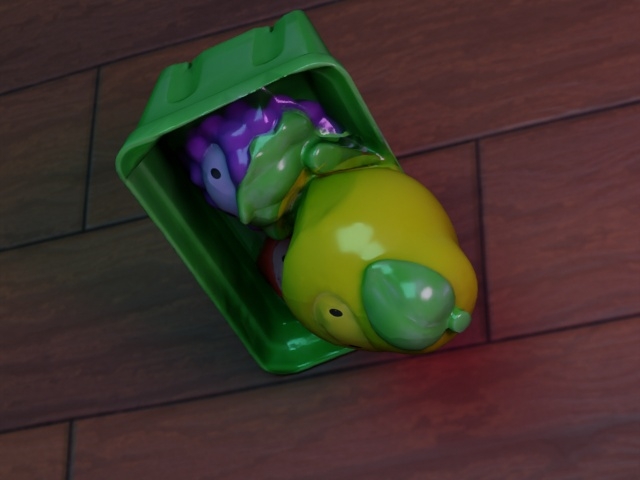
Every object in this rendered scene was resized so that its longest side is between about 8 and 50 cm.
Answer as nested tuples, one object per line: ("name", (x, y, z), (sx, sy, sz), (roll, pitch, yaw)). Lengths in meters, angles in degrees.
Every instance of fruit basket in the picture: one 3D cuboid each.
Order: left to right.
("fruit basket", (0.000, 0.000, 1.518), (0.283, 0.392, 0.392), (-22, 55, 13))
